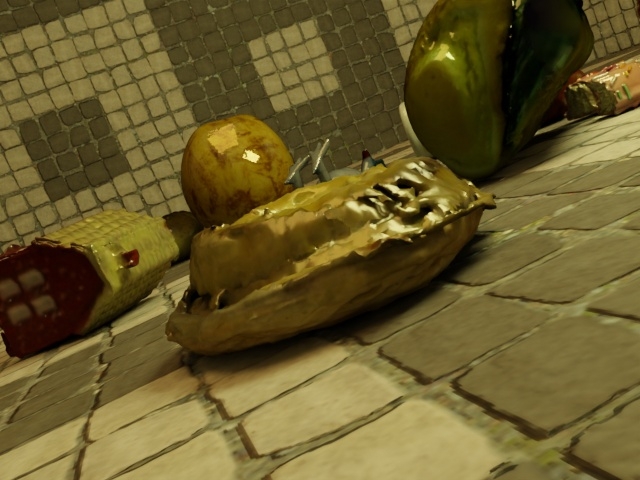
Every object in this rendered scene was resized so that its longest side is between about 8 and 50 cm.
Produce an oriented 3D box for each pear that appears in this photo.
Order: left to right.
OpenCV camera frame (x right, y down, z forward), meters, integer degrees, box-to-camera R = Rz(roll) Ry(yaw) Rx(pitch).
[{"bbox_3d":[-0.186,-0.143,1.480,0.281,0.280,0.281,-22,7,3],"label":"pear"}]

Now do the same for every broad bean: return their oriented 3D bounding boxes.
[{"bbox_3d":[0.410,-0.280,1.222,0.156,0.122,0.228,-20,11,38],"label":"broad bean"}]

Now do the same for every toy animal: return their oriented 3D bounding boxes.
[{"bbox_3d":[0.038,-0.048,0.850,0.239,0.176,0.255,-21,41,39],"label":"toy animal"}]

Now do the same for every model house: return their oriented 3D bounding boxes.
[{"bbox_3d":[-0.338,0.047,0.968,0.254,0.160,0.196,-17,9,22],"label":"model house"}]

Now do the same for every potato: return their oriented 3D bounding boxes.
[{"bbox_3d":[-0.349,-0.007,1.554,0.149,0.113,0.251,-18,6,11],"label":"potato"}]

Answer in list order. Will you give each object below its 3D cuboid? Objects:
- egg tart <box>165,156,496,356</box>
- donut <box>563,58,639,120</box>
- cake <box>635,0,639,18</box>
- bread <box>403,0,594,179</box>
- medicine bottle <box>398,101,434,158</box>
[{"bbox_3d":[0.000,0.000,0.526,0.279,0.095,0.279,-24,7,3],"label":"egg tart"},{"bbox_3d":[0.435,-0.226,0.973,0.117,0.065,0.166,-24,9,-2],"label":"donut"},{"bbox_3d":[0.589,-0.359,1.031,0.151,0.177,0.283,-20,9,20],"label":"cake"},{"bbox_3d":[0.238,-0.234,0.904,0.376,0.208,0.251,-40,-23,-62],"label":"bread"},{"bbox_3d":[0.310,-0.277,1.417,0.258,0.143,0.143,-21,7,14],"label":"medicine bottle"}]
